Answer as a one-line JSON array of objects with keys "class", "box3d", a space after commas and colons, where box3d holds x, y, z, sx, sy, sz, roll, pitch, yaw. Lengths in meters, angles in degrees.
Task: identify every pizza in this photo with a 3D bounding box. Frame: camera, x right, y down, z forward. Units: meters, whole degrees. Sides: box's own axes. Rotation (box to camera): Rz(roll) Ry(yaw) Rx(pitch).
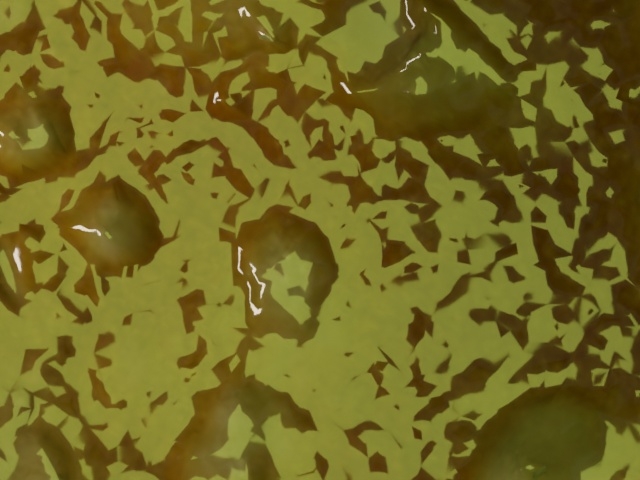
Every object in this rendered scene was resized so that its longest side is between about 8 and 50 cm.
[{"class": "pizza", "box3d": [0.000, 0.000, 0.495, 0.278, 0.114, 0.408, 26, 80, 3]}]
